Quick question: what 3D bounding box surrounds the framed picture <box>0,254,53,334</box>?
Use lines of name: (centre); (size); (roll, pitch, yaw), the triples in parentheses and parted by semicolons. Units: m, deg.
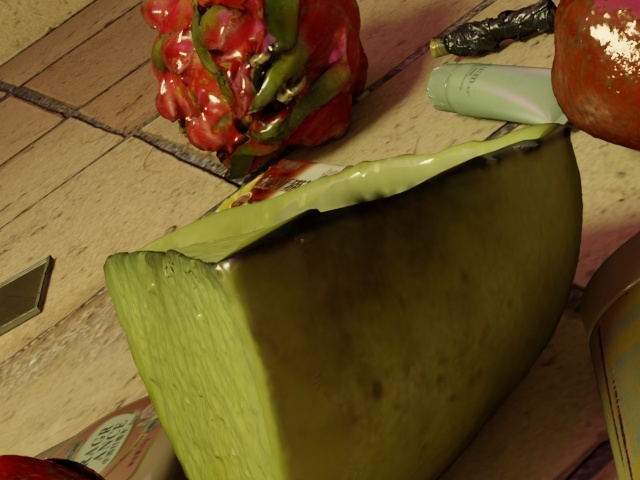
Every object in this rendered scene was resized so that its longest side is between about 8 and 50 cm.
framed picture: (-0.354, 0.072, 1.650); (0.109, 0.011, 0.149); (-30, 22, 8)

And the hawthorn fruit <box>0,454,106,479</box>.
hawthorn fruit: (-0.197, 0.218, 0.911); (0.181, 0.181, 0.235); (-38, 12, -14)

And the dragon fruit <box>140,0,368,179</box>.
dragon fruit: (-0.068, -0.197, 1.548); (0.237, 0.231, 0.302); (-20, 32, 0)

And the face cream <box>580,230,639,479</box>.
face cream: (0.217, 0.066, 0.791); (0.139, 0.067, 0.285); (-26, 23, 15)

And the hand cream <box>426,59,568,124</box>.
hand cream: (0.172, -0.131, 1.315); (0.078, 0.050, 0.205); (-41, 27, -20)

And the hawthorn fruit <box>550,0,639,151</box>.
hawthorn fruit: (0.265, -0.128, 1.073); (0.163, 0.162, 0.203); (-34, 39, -4)

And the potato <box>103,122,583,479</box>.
potato: (0.043, 0.061, 0.918); (0.280, 0.212, 0.330); (-20, 7, -20)

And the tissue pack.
tissue pack: (0.000, -0.001, 1.184); (0.099, 0.106, 0.149); (-39, 22, -18)

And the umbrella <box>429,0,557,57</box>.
umbrella: (0.177, -0.212, 1.491); (0.144, 0.040, 0.037); (-12, 21, 35)

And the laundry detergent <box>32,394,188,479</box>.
laundry detergent: (-0.154, 0.171, 1.075); (0.237, 0.076, 0.171); (-18, 23, 38)
